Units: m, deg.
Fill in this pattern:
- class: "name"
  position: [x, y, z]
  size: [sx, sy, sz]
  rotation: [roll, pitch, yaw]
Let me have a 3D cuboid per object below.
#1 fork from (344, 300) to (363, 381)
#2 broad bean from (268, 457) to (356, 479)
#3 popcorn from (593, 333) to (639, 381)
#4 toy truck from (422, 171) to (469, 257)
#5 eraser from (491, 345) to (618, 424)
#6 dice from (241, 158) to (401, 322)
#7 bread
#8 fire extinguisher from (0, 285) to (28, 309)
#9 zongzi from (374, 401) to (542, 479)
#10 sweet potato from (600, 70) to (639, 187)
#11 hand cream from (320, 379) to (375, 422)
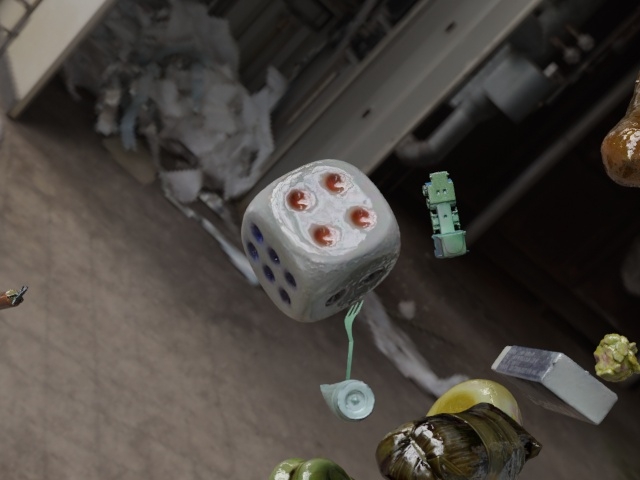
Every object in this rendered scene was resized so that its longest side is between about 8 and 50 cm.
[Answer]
- class: "fork"
  position: [0.059, 0.216, 2.055]
  size: [0.021, 0.039, 0.235]
  rotation: [33, 46, -27]
- class: "broad bean"
  position: [0.021, 0.333, 1.157]
  size: [0.206, 0.072, 0.153]
  rotation: [51, 41, -23]
- class: "popcorn"
  position: [0.607, 0.244, 2.090]
  size: [0.089, 0.096, 0.109]
  rotation: [19, -16, -8]
- class: "toy truck"
  position: [0.252, -0.051, 2.037]
  size: [0.081, 0.067, 0.175]
  rotation: [-153, -126, -87]
- class: "eraser"
  position: [0.290, 0.180, 1.294]
  size: [0.092, 0.046, 0.212]
  rotation: [38, -7, -4]
- class: "dice"
  position: [0.000, 0.000, 1.601]
  size: [0.193, 0.192, 0.194]
  rotation: [54, -28, 17]
- class: "bread"
  position: [0.330, 0.369, 2.083]
  size: [0.158, 0.156, 0.261]
  rotation: [37, -15, -19]
- class: "fire extinguisher"
  position: [-0.378, 0.069, 1.224]
  size: [0.022, 0.083, 0.028]
  rotation: [43, 54, -28]
- class: "zongzi"
  position: [0.135, 0.354, 1.365]
  size: [0.134, 0.288, 0.286]
  rotation: [44, 18, 31]
- class: "sweet potato"
  position: [0.429, -0.147, 1.334]
  size: [0.097, 0.097, 0.292]
  rotation: [43, 39, -5]
- class: "hand cream"
  position: [0.035, 0.236, 1.467]
  size: [0.085, 0.058, 0.331]
  rotation: [41, -11, 5]
